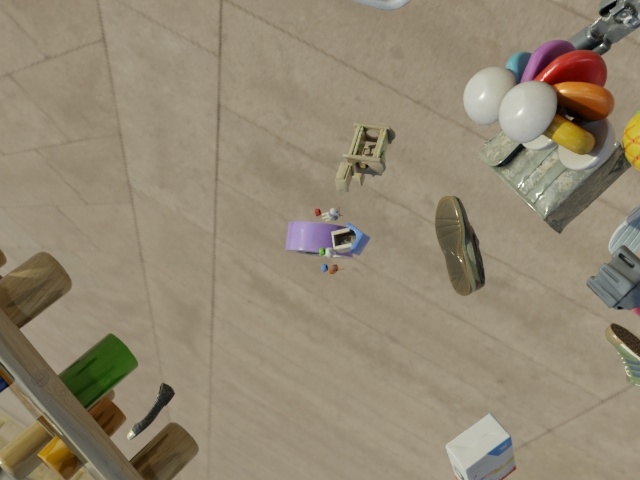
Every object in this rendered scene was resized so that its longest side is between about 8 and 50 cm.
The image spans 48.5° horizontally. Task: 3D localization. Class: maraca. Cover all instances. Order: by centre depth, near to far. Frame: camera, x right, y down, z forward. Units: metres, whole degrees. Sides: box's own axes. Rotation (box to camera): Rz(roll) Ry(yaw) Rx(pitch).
[{"bbox_3d":[0.702,-0.187,1.510,0.099,0.127,0.185,-15,101,13],"label":"maraca"}]

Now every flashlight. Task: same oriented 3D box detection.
[{"bbox_3d":[0.557,0.151,1.119,0.304,0.103,0.103,46,178,20],"label":"flashlight"}]

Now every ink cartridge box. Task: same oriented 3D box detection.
[{"bbox_3d":[0.385,0.522,1.678,0.078,0.134,0.231,48,168,43],"label":"ink cartridge box"}]

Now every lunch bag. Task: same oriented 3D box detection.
[{"bbox_3d":[0.530,-0.204,1.661,0.169,0.235,0.287,25,-156,-52],"label":"lunch bag"}]

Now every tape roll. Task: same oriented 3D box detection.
[{"bbox_3d":[0.000,0.000,1.955,0.189,0.080,0.189,7,174,1],"label":"tape roll"}]

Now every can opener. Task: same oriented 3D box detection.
[{"bbox_3d":[0.578,-0.438,1.509,0.076,0.095,0.283,26,147,-23],"label":"can opener"}]

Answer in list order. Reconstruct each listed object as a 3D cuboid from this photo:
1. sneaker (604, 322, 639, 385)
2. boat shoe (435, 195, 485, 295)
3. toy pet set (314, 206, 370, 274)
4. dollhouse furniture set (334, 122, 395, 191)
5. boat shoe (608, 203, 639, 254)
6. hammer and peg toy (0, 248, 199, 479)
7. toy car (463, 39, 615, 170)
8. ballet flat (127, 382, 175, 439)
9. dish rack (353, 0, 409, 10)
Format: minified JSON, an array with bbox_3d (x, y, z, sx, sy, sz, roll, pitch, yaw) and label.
[{"bbox_3d":[0.663,0.265,1.492,0.192,0.064,0.086,39,127,11],"label":"sneaker"},{"bbox_3d":[0.213,0.005,1.073,0.056,0.049,0.152,-4,98,55],"label":"boat shoe"},{"bbox_3d":[0.046,0.001,1.330,0.065,0.122,0.114,-13,165,21],"label":"toy pet set"},{"bbox_3d":[0.117,-0.162,1.724,0.101,0.182,0.161,9,148,16],"label":"dollhouse furniture set"},{"bbox_3d":[0.852,-0.049,1.870,0.083,0.076,0.226,42,114,6],"label":"boat shoe"},{"bbox_3d":[-0.273,0.075,0.583,0.266,0.127,0.361,7,133,52],"label":"hammer and peg toy"},{"bbox_3d":[0.282,-0.178,0.876,0.159,0.136,0.182,17,-164,-30],"label":"toy car"},{"bbox_3d":[-0.461,0.461,1.912,0.049,0.173,0.057,41,158,-6],"label":"ballet flat"},{"bbox_3d":[0.084,-0.609,1.302,0.285,0.072,0.333,12,136,-11],"label":"dish rack"}]
